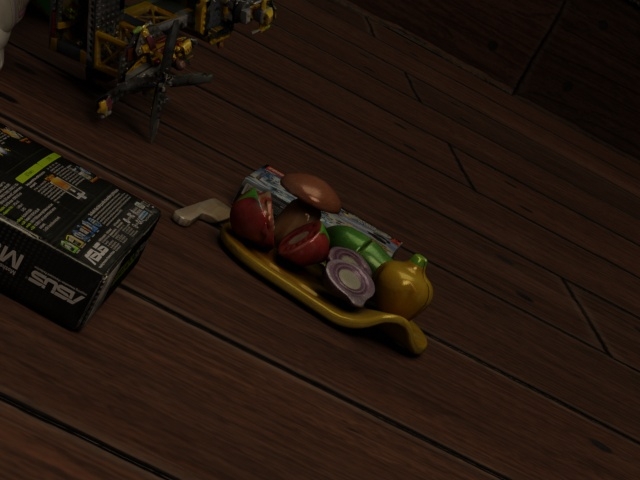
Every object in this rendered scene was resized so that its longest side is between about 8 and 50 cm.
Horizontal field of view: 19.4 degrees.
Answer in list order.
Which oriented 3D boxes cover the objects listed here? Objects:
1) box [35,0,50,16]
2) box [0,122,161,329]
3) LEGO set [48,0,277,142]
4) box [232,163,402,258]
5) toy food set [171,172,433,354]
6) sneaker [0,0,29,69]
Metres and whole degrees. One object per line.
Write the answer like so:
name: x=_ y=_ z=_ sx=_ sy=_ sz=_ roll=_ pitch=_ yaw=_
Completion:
box: x=-0.306 y=-0.373 z=1.783 sx=0.231 sy=0.127 sz=0.262 roll=52 pitch=0 yaw=26
box: x=-0.197 y=-0.027 z=1.119 sx=0.184 sy=0.045 sz=0.191 roll=26 pitch=13 yaw=-2
LEGO set: x=-0.098 y=-0.262 z=1.581 sx=0.192 sy=0.331 sz=0.255 roll=26 pitch=28 yaw=29
box: x=-0.001 y=-0.014 z=1.557 sx=0.137 sy=0.027 sz=0.094 roll=30 pitch=13 yaw=4
toy food set: x=0.000 y=0.000 z=1.393 sx=0.218 sy=0.071 sz=0.128 roll=32 pitch=12 yaw=15
sneaker: x=-0.284 y=-0.229 z=1.587 sx=0.103 sy=0.111 sz=0.252 roll=25 pitch=12 yaw=-22
